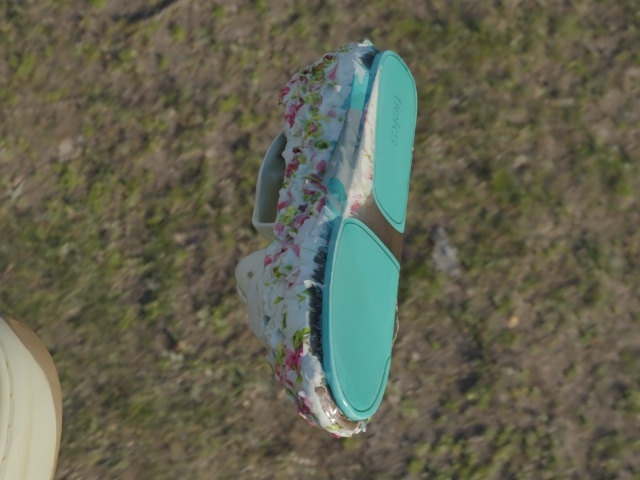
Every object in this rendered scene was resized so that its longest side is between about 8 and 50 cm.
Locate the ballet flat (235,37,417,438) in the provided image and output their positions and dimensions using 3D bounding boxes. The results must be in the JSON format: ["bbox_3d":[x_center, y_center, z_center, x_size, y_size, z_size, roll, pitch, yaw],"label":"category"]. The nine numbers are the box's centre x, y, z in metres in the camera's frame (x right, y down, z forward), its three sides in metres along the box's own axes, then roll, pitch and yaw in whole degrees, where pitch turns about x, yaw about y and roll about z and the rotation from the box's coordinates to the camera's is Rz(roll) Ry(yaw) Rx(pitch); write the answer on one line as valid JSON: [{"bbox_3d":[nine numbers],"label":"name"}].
[{"bbox_3d":[0.000,0.000,0.750,0.091,0.077,0.241,55,33,-37],"label":"ballet flat"}]

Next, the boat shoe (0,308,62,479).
[{"bbox_3d":[-0.175,0.172,0.471,0.123,0.123,0.342,38,62,-63],"label":"boat shoe"}]
